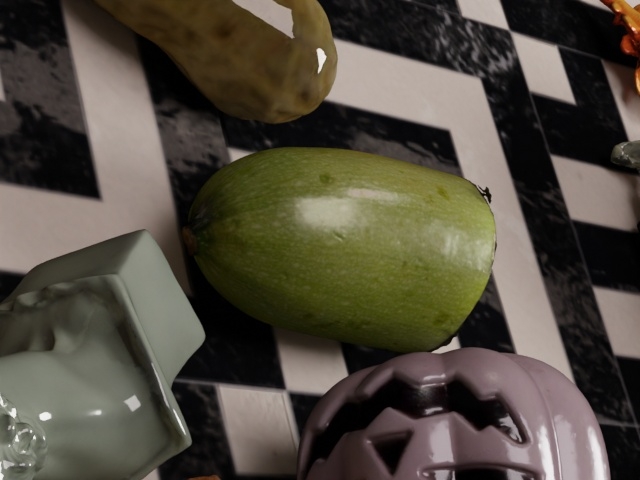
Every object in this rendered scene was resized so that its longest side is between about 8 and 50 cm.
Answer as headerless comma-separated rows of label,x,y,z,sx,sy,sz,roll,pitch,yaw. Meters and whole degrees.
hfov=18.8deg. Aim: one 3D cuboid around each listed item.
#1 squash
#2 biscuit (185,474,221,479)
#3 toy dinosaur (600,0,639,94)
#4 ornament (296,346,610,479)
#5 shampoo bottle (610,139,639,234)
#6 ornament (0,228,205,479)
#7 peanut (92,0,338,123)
squash,0.000,0.000,1.141,0.186,0.123,0.123,11,55,-36
biscuit,-0.082,0.244,0.922,0.284,0.043,0.306,37,41,-26
toy dinosaur,0.296,-0.142,1.592,0.288,0.070,0.117,28,45,-23
ornament,0.073,0.146,1.058,0.177,0.177,0.177,27,46,-31
shampoo bottle,0.277,0.014,1.462,0.063,0.057,0.208,3,59,-33
ornament,-0.146,0.085,0.909,0.285,0.130,0.120,-30,99,-52
peanut,-0.083,-0.161,1.184,0.229,0.098,0.103,41,-1,-19
